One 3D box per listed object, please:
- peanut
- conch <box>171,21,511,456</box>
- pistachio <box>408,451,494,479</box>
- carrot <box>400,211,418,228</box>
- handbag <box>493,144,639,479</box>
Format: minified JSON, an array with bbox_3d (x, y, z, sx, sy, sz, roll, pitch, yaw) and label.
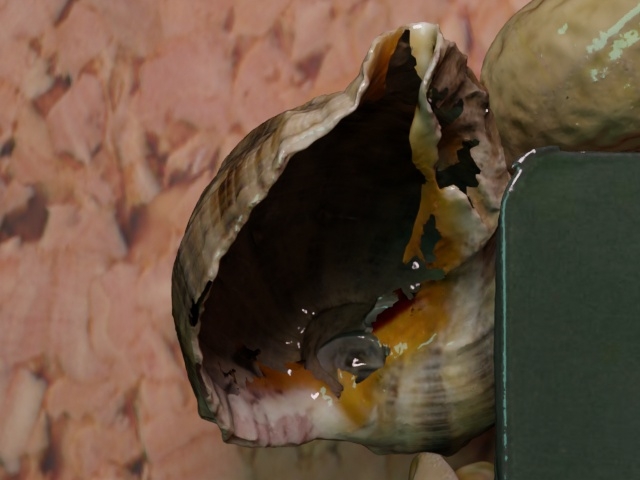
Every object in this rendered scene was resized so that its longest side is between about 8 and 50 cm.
[{"bbox_3d":[0.186,-0.126,0.920,0.257,0.123,0.123,-33,62,29],"label":"peanut"},{"bbox_3d":[0.017,0.001,0.929,0.210,0.291,0.159,-13,37,-11],"label":"conch"},{"bbox_3d":[0.080,0.217,0.901,0.144,0.144,0.215,-4,80,35],"label":"pistachio"},{"bbox_3d":[0.000,0.000,1.068,0.216,0.048,0.048,-20,69,26],"label":"carrot"},{"bbox_3d":[0.200,0.088,0.807,0.247,0.079,0.260,2,78,-1],"label":"handbag"}]
